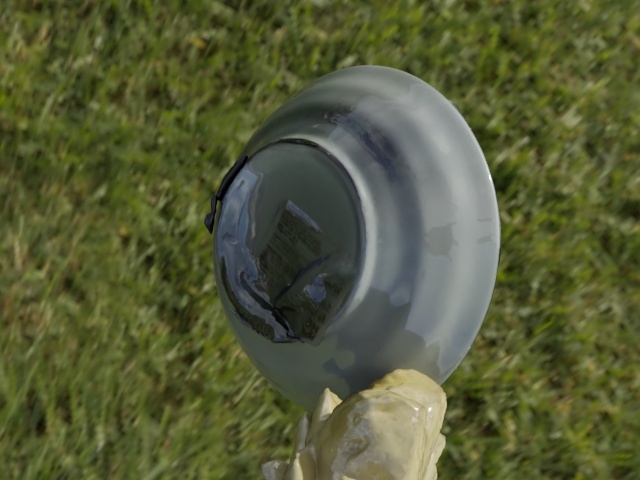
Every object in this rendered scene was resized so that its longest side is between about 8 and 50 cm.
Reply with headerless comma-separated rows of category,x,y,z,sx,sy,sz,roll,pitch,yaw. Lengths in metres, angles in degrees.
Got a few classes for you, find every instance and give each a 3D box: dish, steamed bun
dish,0.000,0.000,1.439,0.106,0.316,0.316,4,66,-51
steamed bun,0.012,0.232,1.341,0.137,0.292,0.295,15,45,9
